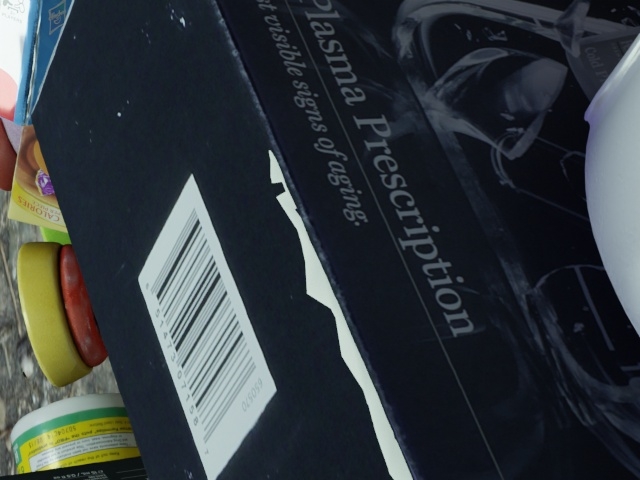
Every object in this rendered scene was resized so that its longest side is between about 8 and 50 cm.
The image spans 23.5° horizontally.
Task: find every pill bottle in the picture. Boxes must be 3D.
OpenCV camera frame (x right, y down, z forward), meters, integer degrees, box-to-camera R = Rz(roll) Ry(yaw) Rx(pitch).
[{"bbox_3d":[-0.190,0.247,1.323,0.117,0.117,0.208,-45,56,52],"label":"pill bottle"}]

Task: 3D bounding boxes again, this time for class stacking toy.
[{"bbox_3d":[-0.191,-0.068,1.284,0.279,0.130,0.309,-96,-8,-68],"label":"stacking toy"}]

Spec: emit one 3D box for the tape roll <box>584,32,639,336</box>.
[{"bbox_3d":[0.225,-0.033,0.464,0.246,0.246,0.169,65,144,32],"label":"tape roll"}]

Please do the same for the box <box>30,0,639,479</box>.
[{"bbox_3d":[0.088,0.016,0.634,0.179,0.312,0.343,-57,47,45],"label":"box"}]

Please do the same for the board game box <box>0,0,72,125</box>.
[{"bbox_3d":[-0.220,-0.197,1.029,0.308,0.302,0.086,22,116,20],"label":"board game box"}]

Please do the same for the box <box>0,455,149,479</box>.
[{"bbox_3d":[-0.124,0.238,1.068,0.184,0.261,0.103,33,121,54],"label":"box"}]

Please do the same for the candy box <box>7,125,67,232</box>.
[{"bbox_3d":[-0.123,-0.049,1.111,0.053,0.186,0.109,-82,8,-59],"label":"candy box"}]
